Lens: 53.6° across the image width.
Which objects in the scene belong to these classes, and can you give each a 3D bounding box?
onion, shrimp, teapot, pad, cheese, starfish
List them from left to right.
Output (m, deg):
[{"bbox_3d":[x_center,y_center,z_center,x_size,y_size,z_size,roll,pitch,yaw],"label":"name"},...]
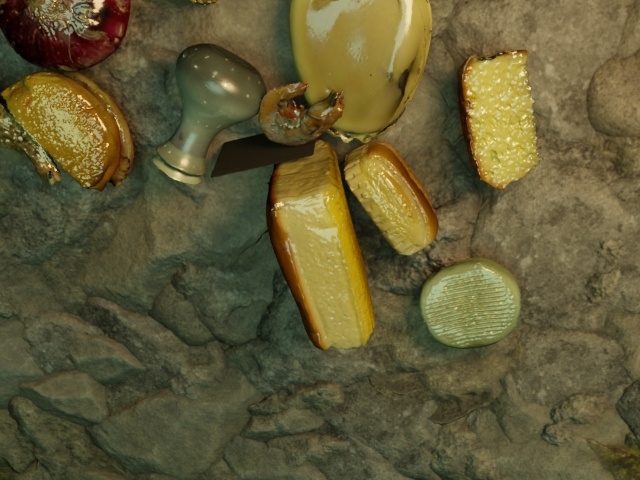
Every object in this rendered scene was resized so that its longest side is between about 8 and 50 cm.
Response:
[{"bbox_3d":[-0.742,-0.244,1.310,0.324,0.082,0.432,-26,106,38],"label":"starfish"},{"bbox_3d":[-0.471,-0.431,1.166,0.246,0.190,0.247,1,97,8],"label":"onion"},{"bbox_3d":[-0.221,-0.238,1.212,0.183,0.183,0.251,29,109,-6],"label":"teapot"},{"bbox_3d":[-0.108,-0.182,1.258,0.211,0.143,0.003,-10,126,14],"label":"pad"},{"bbox_3d":[-0.037,-0.232,1.157,0.187,0.052,0.132,-27,141,34],"label":"shrimp"},{"bbox_3d":[0.072,-0.330,1.174,0.259,0.128,0.316,8,119,17],"label":"cheese"}]

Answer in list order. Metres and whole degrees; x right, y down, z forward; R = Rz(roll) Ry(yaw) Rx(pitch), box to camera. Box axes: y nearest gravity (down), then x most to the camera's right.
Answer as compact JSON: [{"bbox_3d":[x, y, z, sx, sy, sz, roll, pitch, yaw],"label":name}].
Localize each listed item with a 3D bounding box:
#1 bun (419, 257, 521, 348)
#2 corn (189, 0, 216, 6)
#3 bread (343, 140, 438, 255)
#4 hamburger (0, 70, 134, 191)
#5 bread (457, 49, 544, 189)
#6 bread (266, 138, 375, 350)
[{"bbox_3d":[0.323,0.132,1.362,0.221,0.108,0.221,4,108,11],"label":"bun"},{"bbox_3d":[-0.223,-0.573,1.112,0.101,0.102,0.313,6,116,6],"label":"corn"},{"bbox_3d":[0.146,-0.089,1.264,0.106,0.140,0.236,-31,108,24],"label":"bread"},{"bbox_3d":[-0.482,-0.239,1.286,0.156,0.144,0.283,-38,105,11],"label":"hamburger"},{"bbox_3d":[0.322,-0.235,1.175,0.129,0.134,0.260,-14,118,3],"label":"bread"},{"bbox_3d":[0.000,0.000,1.230,0.143,0.324,0.333,-14,112,6],"label":"bread"}]
